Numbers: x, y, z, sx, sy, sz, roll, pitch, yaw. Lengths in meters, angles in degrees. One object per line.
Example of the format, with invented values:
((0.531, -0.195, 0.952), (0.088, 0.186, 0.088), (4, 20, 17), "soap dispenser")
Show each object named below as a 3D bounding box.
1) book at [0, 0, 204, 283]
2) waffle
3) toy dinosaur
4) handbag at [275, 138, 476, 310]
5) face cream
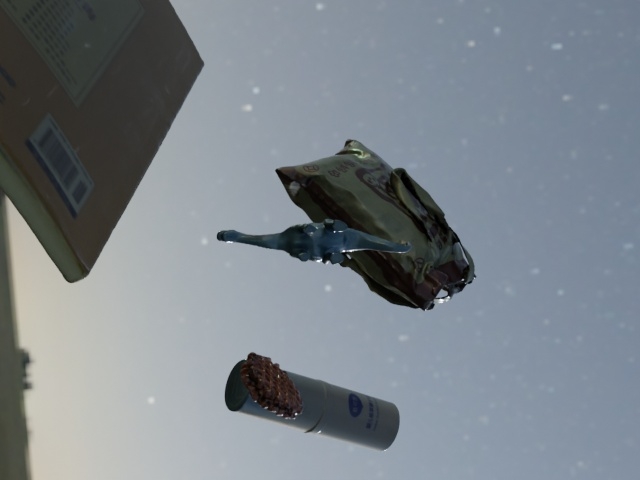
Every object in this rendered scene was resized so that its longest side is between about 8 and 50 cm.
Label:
((-0.192, -0.163, 0.959), (0.269, 0.032, 0.389), (57, 19, -19), "book")
((-0.050, 0.152, 1.431), (0.083, 0.029, 0.075), (23, 29, -57), "waffle")
((0.000, 0.000, 1.307), (0.080, 0.197, 0.045), (-164, -104, -72), "toy dinosaur")
((0.068, -0.018, 1.599), (0.235, 0.127, 0.213), (49, 21, 8), "handbag")
((-0.010, 0.233, 1.928), (0.077, 0.250, 0.077), (-37, -137, 46), "face cream")
